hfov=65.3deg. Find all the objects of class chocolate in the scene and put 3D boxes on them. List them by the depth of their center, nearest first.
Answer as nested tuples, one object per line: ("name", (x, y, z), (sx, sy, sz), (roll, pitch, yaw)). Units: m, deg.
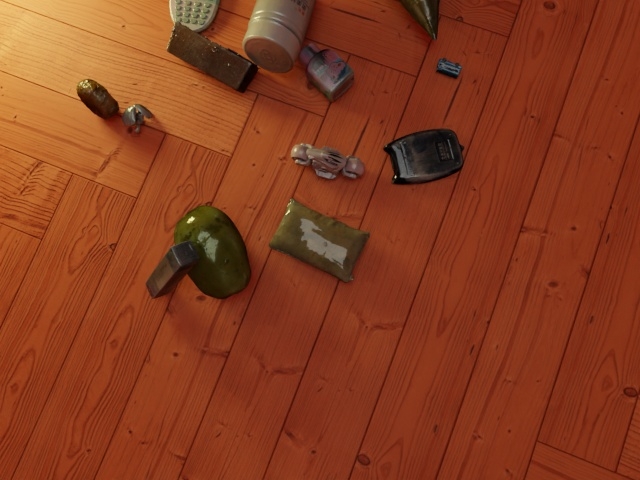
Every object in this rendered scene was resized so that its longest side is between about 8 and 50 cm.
("chocolate", (-0.370, -0.623, 1.722), (0.321, 0.112, 0.112), (29, 100, 5))

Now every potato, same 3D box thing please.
("potato", (-0.341, 0.035, 1.575), (0.215, 0.216, 0.305), (-20, 79, -1))

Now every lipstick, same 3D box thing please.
("lipstick", (-0.458, 0.096, 1.525), (0.068, 0.317, 0.066), (-23, 81, -38))

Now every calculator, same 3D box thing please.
("calculator", (0.356, -0.285, 1.683), (0.267, 0.040, 0.177), (-14, 83, -4))
("calculator", (-0.449, -0.888, 1.801), (0.183, 0.042, 0.296), (8, 85, 4))

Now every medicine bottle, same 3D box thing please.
("medicine bottle", (-0.130, -0.754, 1.679), (0.189, 0.190, 0.333), (14, 77, 4))
("medicine bottle", (0.015, -0.584, 1.708), (0.119, 0.094, 0.188), (-44, 82, -3))

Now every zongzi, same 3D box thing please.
("zongzi", (0.399, -0.895, 1.707), (0.322, 0.160, 0.361), (-34, 81, -2))

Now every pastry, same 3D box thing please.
("pastry", (-0.760, -0.482, 1.699), (0.153, 0.153, 0.081), (41, 77, 7))

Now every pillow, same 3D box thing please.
("pillow", (0.000, 0.000, 1.633), (0.302, 0.075, 0.185), (25, 81, 8))

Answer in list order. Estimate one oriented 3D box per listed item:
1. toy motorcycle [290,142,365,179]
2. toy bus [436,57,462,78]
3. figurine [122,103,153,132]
("toy motorcycle", (0.024, -0.266, 1.654), (0.254, 0.112, 0.113), (15, 82, 3))
("toy bus", (0.442, -0.593, 1.722), (0.083, 0.038, 0.046), (22, 86, 6))
("figurine", (-0.639, -0.429, 1.729), (0.086, 0.082, 0.094), (-49, 57, 11))
